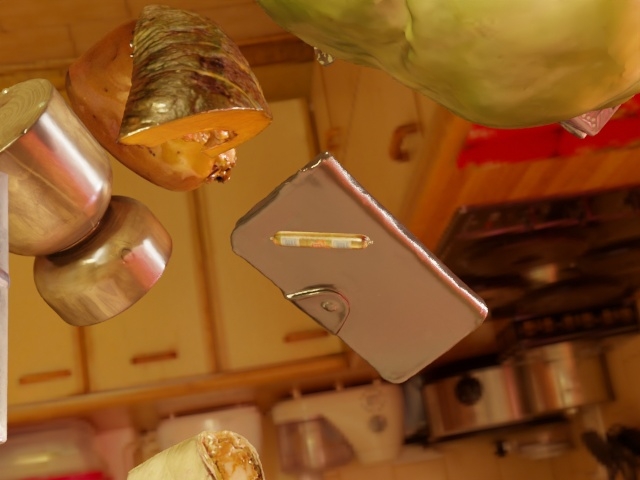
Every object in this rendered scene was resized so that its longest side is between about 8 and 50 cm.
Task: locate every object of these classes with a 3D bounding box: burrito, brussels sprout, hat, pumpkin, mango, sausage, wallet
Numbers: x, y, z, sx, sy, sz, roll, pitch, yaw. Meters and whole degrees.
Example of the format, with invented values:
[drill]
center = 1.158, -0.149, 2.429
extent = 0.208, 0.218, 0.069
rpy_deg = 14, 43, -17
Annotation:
[burrito]
center = -0.202, 0.398, 1.787
extent = 0.105, 0.143, 0.299
rpy_deg = 7, 155, -38
[brussels sprout]
center = 0.105, -0.191, 0.644
extent = 0.274, 0.242, 0.316
rpy_deg = 10, -163, 42
[hat]
center = 0.008, -0.337, 1.732
extent = 0.050, 0.121, 0.121
rpy_deg = 23, 150, -24
[pumpkin]
center = -0.125, -0.180, 1.099
extent = 0.111, 0.163, 0.278
rpy_deg = -19, 178, 15
[mango]
center = -0.246, -0.186, 1.615
extent = 0.152, 0.287, 0.201
rpy_deg = -40, 164, -36
[sausage]
center = 0.000, 0.000, 0.993
extent = 0.100, 0.015, 0.015
rpy_deg = 2, 169, 22
[wallet]
center = 0.052, 0.046, 1.525
extent = 0.197, 0.051, 0.377
rpy_deg = -38, 119, 17

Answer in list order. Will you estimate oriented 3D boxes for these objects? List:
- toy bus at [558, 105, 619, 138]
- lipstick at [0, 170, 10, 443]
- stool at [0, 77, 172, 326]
[toy bus]
center = 0.200, -0.161, 0.965
extent = 0.098, 0.087, 0.178
rpy_deg = 33, -174, -24
[lipstick]
center = -0.347, 0.061, 1.051
extent = 0.077, 0.290, 0.076
rpy_deg = -18, 152, 22
[stool]
center = -0.328, -0.045, 1.354
extent = 0.179, 0.179, 0.264
rpy_deg = -17, 126, 24
